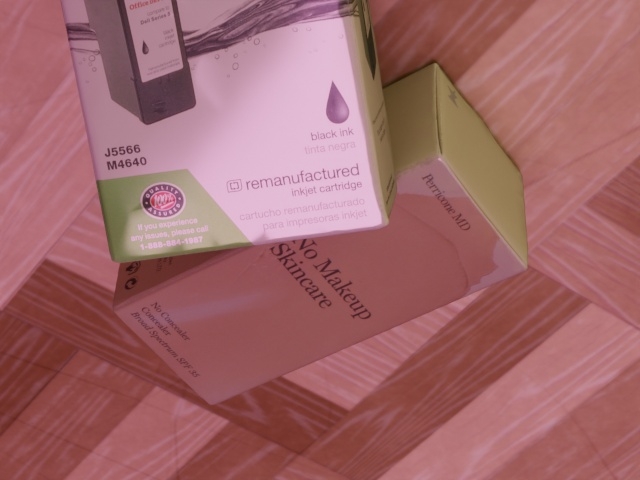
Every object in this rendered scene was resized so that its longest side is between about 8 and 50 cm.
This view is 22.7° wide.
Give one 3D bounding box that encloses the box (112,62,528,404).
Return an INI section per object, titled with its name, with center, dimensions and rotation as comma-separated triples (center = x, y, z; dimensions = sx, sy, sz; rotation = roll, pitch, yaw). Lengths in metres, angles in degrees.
[box]
center = 0.000, 0.000, 1.297
dimensions = 0.311, 0.121, 0.148
rotation = -26, 126, 24

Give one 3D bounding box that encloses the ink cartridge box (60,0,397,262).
[ink cartridge box]
center = -0.066, -0.139, 1.104
dimensions = 0.198, 0.115, 0.272
rotation = -8, 105, 9
